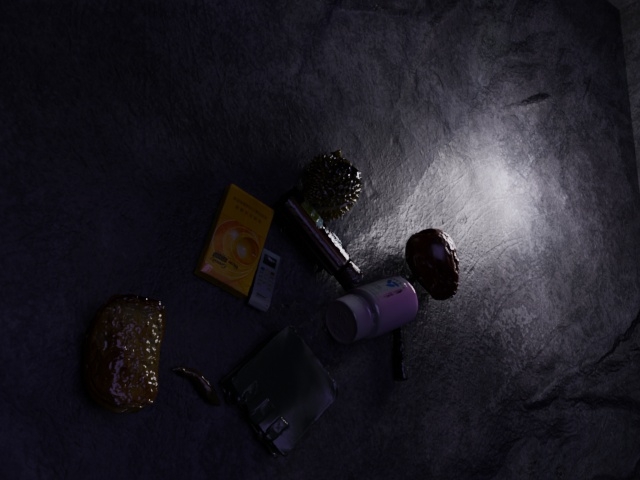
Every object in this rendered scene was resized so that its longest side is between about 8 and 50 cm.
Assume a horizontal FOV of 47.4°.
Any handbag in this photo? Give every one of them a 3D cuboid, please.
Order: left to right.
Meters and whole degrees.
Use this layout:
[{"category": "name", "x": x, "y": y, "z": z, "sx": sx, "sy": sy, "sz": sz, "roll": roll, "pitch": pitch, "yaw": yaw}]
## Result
[{"category": "handbag", "x": -0.100, "y": 0.381, "z": 1.853, "sx": 0.260, "sy": 0.079, "sz": 0.248, "roll": -41, "pitch": 102, "yaw": -39}]

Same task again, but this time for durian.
[{"category": "durian", "x": 0.053, "y": -0.179, "z": 2.124, "sx": 0.193, "sy": 0.137, "sz": 0.238, "roll": 26, "pitch": 60, "yaw": -30}]

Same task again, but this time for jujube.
[{"category": "jujube", "x": 0.357, "y": 0.078, "z": 2.285, "sx": 0.168, "sy": 0.168, "sz": 0.237, "roll": -36, "pitch": 114, "yaw": -40}]

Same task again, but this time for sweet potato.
[{"category": "sweet potato", "x": -0.289, "y": 0.341, "z": 1.740, "sx": 0.153, "sy": 0.038, "sz": 0.041, "roll": 45, "pitch": 30, "yaw": -16}]

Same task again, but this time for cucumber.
[{"category": "cucumber", "x": 0.236, "y": 0.291, "z": 2.178, "sx": 0.044, "sy": 0.043, "sz": 0.257, "roll": 13, "pitch": 67, "yaw": -41}]

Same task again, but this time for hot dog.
[{"category": "hot dog", "x": -0.430, "y": 0.253, "z": 1.608, "sx": 0.175, "sy": 0.114, "sz": 0.259, "roll": 19, "pitch": 66, "yaw": -38}]

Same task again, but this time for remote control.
[{"category": "remote control", "x": -0.153, "y": 0.104, "z": 1.935, "sx": 0.065, "sy": 0.029, "sz": 0.166, "roll": 29, "pitch": 54, "yaw": -27}]

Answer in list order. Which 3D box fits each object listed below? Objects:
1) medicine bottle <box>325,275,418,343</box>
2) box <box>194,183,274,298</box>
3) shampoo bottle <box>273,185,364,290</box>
[{"category": "medicine bottle", "x": 0.145, "y": 0.197, "z": 2.065, "sx": 0.254, "sy": 0.152, "sz": 0.152, "roll": -14, "pitch": 84, "yaw": -40}, {"category": "box", "x": -0.220, "y": 0.000, "z": 1.906, "sx": 0.152, "sy": 0.043, "sz": 0.269, "roll": 31, "pitch": 57, "yaw": -28}, {"category": "shampoo bottle", "x": 0.000, "y": 0.000, "z": 2.046, "sx": 0.323, "sy": 0.084, "sz": 0.129, "roll": 51, "pitch": 16, "yaw": -13}]
